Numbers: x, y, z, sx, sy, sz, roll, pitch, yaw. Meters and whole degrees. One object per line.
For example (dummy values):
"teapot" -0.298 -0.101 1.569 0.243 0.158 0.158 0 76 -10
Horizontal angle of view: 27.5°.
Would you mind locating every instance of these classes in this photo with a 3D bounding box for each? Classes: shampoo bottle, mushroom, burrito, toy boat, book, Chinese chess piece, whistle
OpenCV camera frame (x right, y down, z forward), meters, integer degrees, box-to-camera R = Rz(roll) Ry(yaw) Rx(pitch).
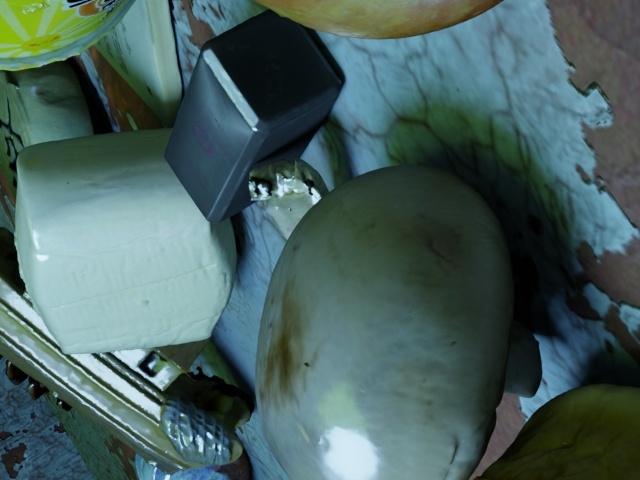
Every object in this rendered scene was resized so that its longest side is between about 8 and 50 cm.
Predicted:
"shampoo bottle" -0.060 -0.084 0.997 0.080 0.079 0.246 57 159 7
"mushroom" 0.053 0.066 0.822 0.178 0.226 0.226 17 161 -10
"burrito" 0.000 -0.002 0.981 0.051 0.042 0.171 -6 139 23
"toy boat" -0.256 0.092 1.434 0.445 0.162 0.136 37 -163 -9
"book" -0.220 -0.251 1.202 0.289 0.026 0.201 47 156 28
"Chinese chess piece" -0.311 -0.114 1.460 0.188 0.083 0.188 38 135 52
"whistle" -0.144 0.341 1.729 0.142 0.134 0.346 -2 140 20

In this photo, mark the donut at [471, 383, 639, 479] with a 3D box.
"donut" 0.198 0.250 0.764 0.330 0.160 0.330 39 153 24

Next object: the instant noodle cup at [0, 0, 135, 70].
"instant noodle cup" -0.189 -0.256 0.839 0.200 0.264 0.264 -14 106 59

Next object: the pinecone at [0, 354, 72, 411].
"pinecone" -0.303 0.104 1.616 0.272 0.224 0.224 40 155 14

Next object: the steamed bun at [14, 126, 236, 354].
"steamed bun" -0.184 -0.008 1.232 0.250 0.200 0.155 92 166 -54

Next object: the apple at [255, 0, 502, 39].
"apple" 0.011 -0.179 0.591 0.199 0.199 0.199 47 156 28
